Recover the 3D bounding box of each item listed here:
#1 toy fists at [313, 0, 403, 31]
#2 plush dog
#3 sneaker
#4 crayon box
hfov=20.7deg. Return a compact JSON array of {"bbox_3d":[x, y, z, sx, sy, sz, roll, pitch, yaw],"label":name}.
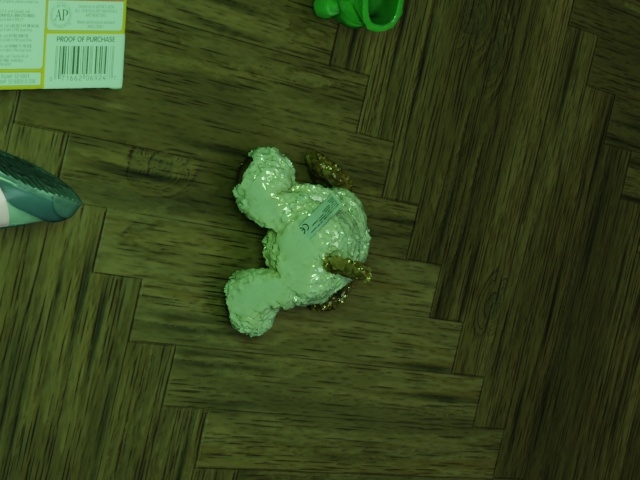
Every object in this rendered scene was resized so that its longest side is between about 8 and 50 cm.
[{"bbox_3d":[0.033,-0.410,2.310,0.096,0.142,0.279,-24,129,-29],"label":"toy fists"},{"bbox_3d":[0.000,0.000,2.396,0.225,0.210,0.262,-30,127,-67],"label":"plush dog"},{"bbox_3d":[-0.426,-0.044,2.018,0.319,0.112,0.131,13,109,-43],"label":"sneaker"},{"bbox_3d":[-0.323,-0.339,2.036,0.203,0.083,0.323,-6,106,-44],"label":"crayon box"}]
